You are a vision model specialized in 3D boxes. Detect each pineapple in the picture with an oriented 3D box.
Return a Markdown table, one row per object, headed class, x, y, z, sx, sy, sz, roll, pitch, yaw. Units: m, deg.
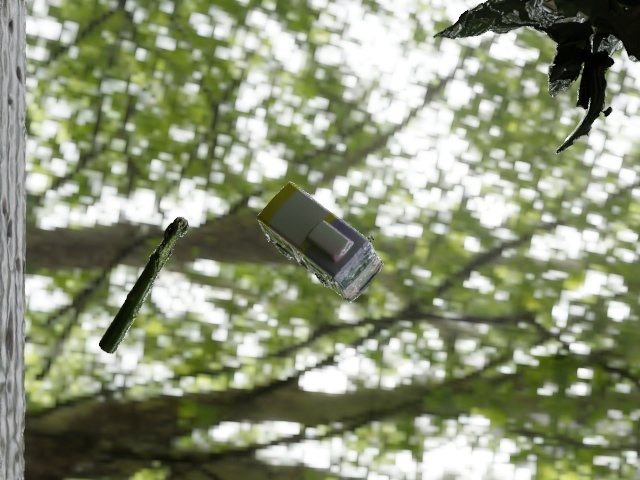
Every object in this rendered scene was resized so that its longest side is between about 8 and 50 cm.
| class | x | y | z | sx | sy | sz | roll | pitch | yaw |
| --- | --- | --- | --- | --- | --- | --- | --- | --- | --- |
| pineapple | 0.174 | -0.178 | 0.943 | 0.165 | 0.165 | 0.364 | -34 | -157 | 39 |

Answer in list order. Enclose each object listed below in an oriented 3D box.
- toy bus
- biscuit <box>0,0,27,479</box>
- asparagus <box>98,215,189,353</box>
| class | x | y | z | sx | sy | sz | roll | pitch | yaw |
| --- | --- | --- | --- | --- | --- | --- | --- | --- | --- |
| toy bus | 0.000 | 0.000 | 1.477 | 0.102 | 0.058 | 0.052 | 37 | -101 | 27 |
| biscuit | -0.215 | 0.000 | 0.931 | 0.107 | 0.073 | 0.388 | -1 | -96 | 7 |
| asparagus | -0.132 | 0.033 | 1.306 | 0.127 | 0.015 | 0.018 | -57 | -162 | 22 |
